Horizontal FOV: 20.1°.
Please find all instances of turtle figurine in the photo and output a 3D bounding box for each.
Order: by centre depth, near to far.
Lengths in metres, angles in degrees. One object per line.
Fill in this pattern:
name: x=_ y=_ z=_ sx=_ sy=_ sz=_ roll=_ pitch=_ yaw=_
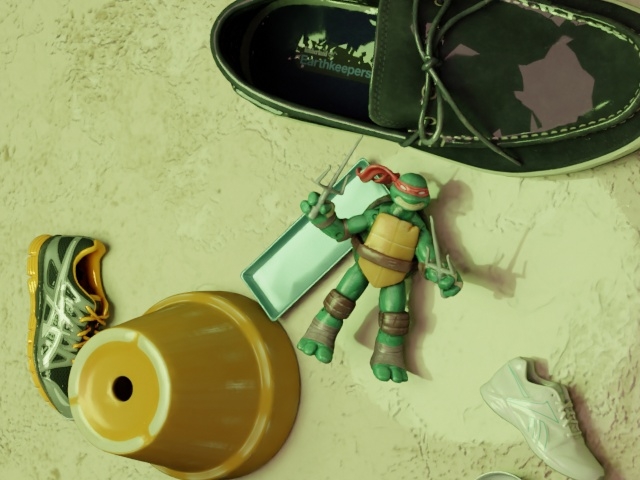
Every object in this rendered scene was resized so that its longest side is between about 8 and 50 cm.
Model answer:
turtle figurine: x=0.065 y=0.017 z=1.797 sx=0.175 sy=0.118 sz=0.234 roll=22 pitch=109 yaw=16

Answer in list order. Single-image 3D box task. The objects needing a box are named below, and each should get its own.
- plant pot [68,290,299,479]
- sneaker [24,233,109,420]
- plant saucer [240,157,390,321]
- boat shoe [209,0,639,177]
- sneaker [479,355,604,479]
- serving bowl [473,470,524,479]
plant pot: x=-0.155 y=0.153 z=1.875 sx=0.205 sy=0.188 sz=0.205 roll=-1 pitch=87 yaw=29
sneaker: x=-0.276 y=0.093 z=2.009 sx=0.083 sy=0.084 sz=0.214 roll=-10 pitch=82 yaw=24
plant saucer: x=0.000 y=0.000 z=1.891 sx=0.192 sy=0.018 sz=0.067 roll=-44 pitch=69 yaw=20
boat shoe: x=0.111 y=-0.169 z=1.761 sx=0.500 sy=0.156 sz=0.186 roll=10 pitch=91 yaw=28
sneaker: x=0.222 y=0.174 z=1.741 sx=0.152 sy=0.054 sz=0.061 roll=45 pitch=106 yaw=24
serving bowl: x=0.181 y=0.268 z=1.774 sx=0.083 sy=0.027 sz=0.083 roll=-2 pitch=86 yaw=29
